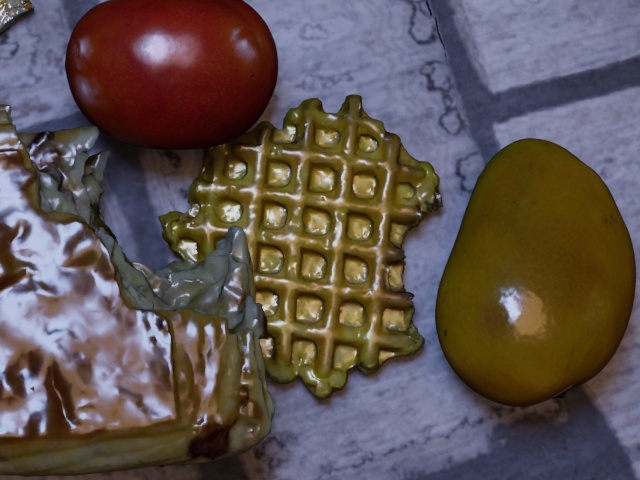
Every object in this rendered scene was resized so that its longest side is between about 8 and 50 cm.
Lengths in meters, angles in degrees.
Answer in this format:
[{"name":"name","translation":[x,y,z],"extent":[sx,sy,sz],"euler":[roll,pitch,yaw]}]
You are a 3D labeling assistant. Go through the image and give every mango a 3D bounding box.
[{"name":"mango","translation":[0.207,0.033,1.244],"extent":[0.175,0.139,0.254],"euler":[25,72,-10]}]

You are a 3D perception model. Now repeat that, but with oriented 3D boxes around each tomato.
[{"name":"tomato","translation":[-0.132,-0.151,1.200],"extent":[0.195,0.195,0.136],"euler":[-4,102,-9]}]

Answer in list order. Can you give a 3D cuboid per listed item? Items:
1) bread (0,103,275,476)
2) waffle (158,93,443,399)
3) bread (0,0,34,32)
[{"name":"bread","translation":[-0.238,0.054,1.152],"extent":[0.370,0.191,0.314],"euler":[-6,77,-14]},{"name":"waffle","translation":[0.000,0.000,1.263],"extent":[0.291,0.051,0.291],"euler":[1,82,-6]},{"name":"bread","translation":[-0.345,-0.256,1.267],"extent":[0.068,0.028,0.153],"euler":[-41,87,-11]}]
